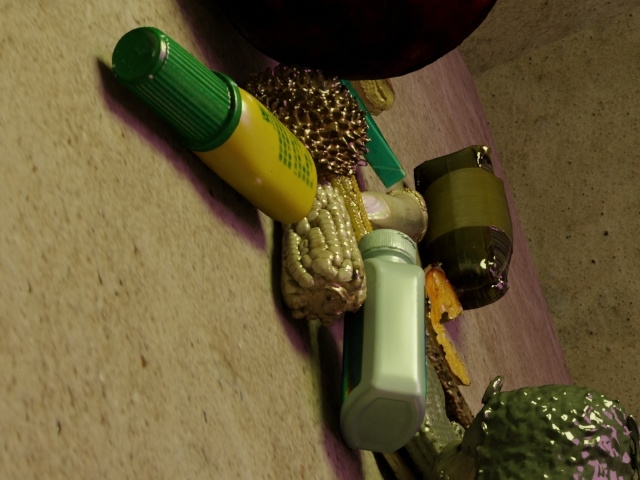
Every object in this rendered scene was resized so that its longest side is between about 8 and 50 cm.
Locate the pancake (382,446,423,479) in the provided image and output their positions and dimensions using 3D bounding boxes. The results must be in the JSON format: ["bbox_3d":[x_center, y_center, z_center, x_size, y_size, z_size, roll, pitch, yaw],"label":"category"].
[{"bbox_3d":[0.083,0.209,1.373,0.158,0.028,0.158,59,16,-28],"label":"pancake"}]

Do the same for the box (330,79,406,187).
[{"bbox_3d":[0.034,-0.190,1.702,0.226,0.042,0.161,50,10,-51],"label":"box"}]

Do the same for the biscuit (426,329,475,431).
[{"bbox_3d":[0.109,0.132,1.475,0.230,0.025,0.131,61,-16,-24],"label":"biscuit"}]

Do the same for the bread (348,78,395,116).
[{"bbox_3d":[0.061,-0.304,1.974,0.119,0.067,0.192,36,36,-77],"label":"bread"}]

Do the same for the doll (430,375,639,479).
[{"bbox_3d":[0.203,0.312,1.203,0.247,0.247,0.349,35,64,-65],"label":"doll"}]

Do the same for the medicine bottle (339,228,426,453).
[{"bbox_3d":[0.066,0.092,1.259,0.121,0.083,0.228,106,-9,-49],"label":"medicine bottle"}]

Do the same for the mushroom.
[{"bbox_3d":[0.094,-0.036,1.694,0.209,0.071,0.084,4,94,-69],"label":"mushroom"}]

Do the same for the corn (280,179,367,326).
[{"bbox_3d":[0.000,0.000,1.265,0.087,0.087,0.210,57,17,-35],"label":"corn"}]

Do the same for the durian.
[{"bbox_3d":[-0.001,-0.136,1.331,0.188,0.091,0.148,37,2,-38],"label":"durian"}]

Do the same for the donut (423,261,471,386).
[{"bbox_3d":[0.147,0.114,1.663,0.146,0.078,0.181,54,26,-41],"label":"donut"}]

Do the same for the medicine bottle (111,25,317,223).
[{"bbox_3d":[-0.089,-0.106,1.118,0.111,0.076,0.309,63,11,27],"label":"medicine bottle"}]

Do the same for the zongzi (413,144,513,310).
[{"bbox_3d":[0.264,0.040,2.071,0.317,0.154,0.289,60,23,-48],"label":"zongzi"}]

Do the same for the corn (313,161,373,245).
[{"bbox_3d":[0.024,-0.010,1.394,0.072,0.072,0.203,26,43,-69],"label":"corn"}]

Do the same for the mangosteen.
[{"bbox_3d":[0.024,-0.389,1.396,0.381,0.381,0.421,54,7,-44],"label":"mangosteen"}]

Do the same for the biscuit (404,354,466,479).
[{"bbox_3d":[0.130,0.217,1.378,0.250,0.046,0.147,59,17,-23],"label":"biscuit"}]
